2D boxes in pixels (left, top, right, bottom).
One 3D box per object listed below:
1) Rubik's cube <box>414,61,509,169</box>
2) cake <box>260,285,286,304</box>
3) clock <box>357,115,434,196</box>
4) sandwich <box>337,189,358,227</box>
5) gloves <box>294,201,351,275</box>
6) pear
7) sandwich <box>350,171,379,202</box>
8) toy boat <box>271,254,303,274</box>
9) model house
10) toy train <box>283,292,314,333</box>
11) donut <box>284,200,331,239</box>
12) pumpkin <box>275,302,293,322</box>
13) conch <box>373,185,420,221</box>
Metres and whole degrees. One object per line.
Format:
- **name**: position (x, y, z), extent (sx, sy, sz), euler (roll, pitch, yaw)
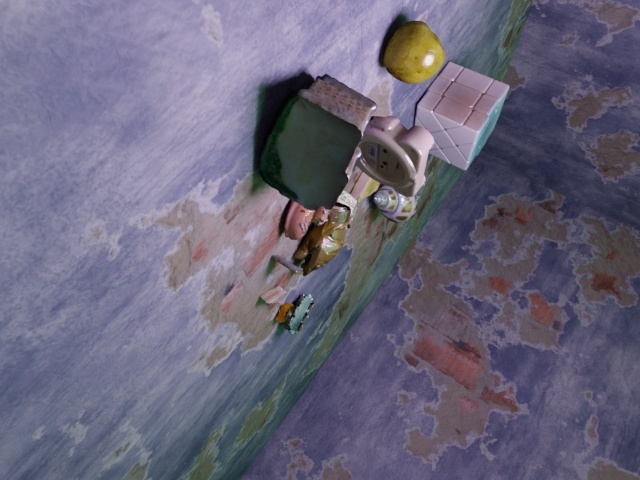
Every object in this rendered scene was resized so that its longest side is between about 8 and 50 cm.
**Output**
- **Rubik's cube**: position (0.659, -0.593, 2.170), extent (0.316, 0.318, 0.322), euler (-53, 160, -16)
- **cake**: position (-0.185, 0.212, 1.736), extent (0.065, 0.052, 0.121), euler (-56, 160, 10)
- **clock**: position (0.226, -0.308, 1.566), extent (0.114, 0.309, 0.284), euler (-49, 158, -20)
- **sandwich**: position (0.106, -0.122, 1.879), extent (0.090, 0.088, 0.244), euler (-56, 160, -18)
- **gloves**: position (0.013, 0.006, 1.769), extent (0.154, 0.141, 0.332), euler (-16, 134, -64)
- **pear**: position (0.307, -0.617, 1.504), extent (0.197, 0.197, 0.197), euler (-48, 158, -27)
- **sandwich**: position (0.201, -0.262, 1.954), extent (0.193, 0.058, 0.163), euler (-37, 149, -42)
- **toy boat**: position (-0.118, 0.087, 1.611), extent (0.016, 0.115, 0.063), euler (-62, 160, 7)
- **model house**: position (0.009, -0.281, 1.240), extent (0.299, 0.243, 0.284), euler (-59, 180, 43)
- **toy train**: position (-0.097, 0.329, 2.046), extent (0.194, 0.080, 0.125), euler (-63, -167, -13)
- **donut**: position (-0.034, -0.108, 1.578), extent (0.232, 0.085, 0.199), euler (-36, 149, -50)
- **pumpkin**: position (-0.150, 0.314, 1.960), extent (0.084, 0.053, 0.074), euler (-67, 164, 11)
- **conch**: position (0.384, -0.214, 2.255), extent (0.368, 0.196, 0.250), euler (9, 79, -71)
